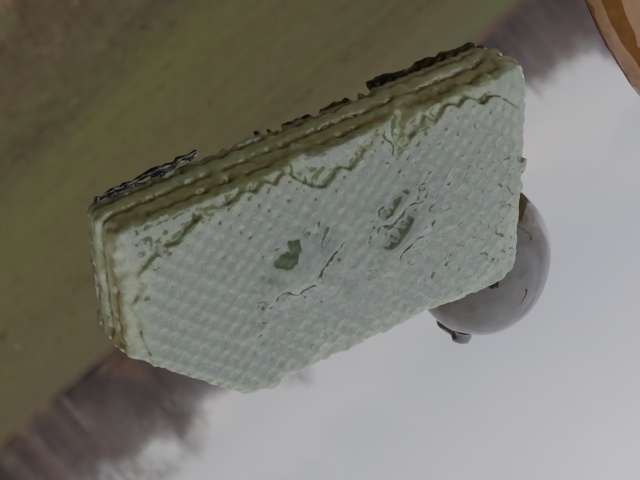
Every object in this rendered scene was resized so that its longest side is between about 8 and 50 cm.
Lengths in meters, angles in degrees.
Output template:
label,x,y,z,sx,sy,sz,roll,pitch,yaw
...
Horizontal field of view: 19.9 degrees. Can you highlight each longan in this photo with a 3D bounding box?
label,x,y,z,sx,sy,sz,roll,pitch,yaw
longan,0.101,0.017,1.206,0.106,0.106,0.119,-43,153,-57

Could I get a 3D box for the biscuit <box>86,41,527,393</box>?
label,x,y,z,sx,sy,sz,roll,pitch,yaw
biscuit,0.000,0.000,0.954,0.252,0.052,0.150,-22,135,-25

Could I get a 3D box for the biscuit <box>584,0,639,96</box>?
label,x,y,z,sx,sy,sz,roll,pitch,yaw
biscuit,0.099,-0.110,0.290,0.202,0.334,0.047,-56,-167,14
